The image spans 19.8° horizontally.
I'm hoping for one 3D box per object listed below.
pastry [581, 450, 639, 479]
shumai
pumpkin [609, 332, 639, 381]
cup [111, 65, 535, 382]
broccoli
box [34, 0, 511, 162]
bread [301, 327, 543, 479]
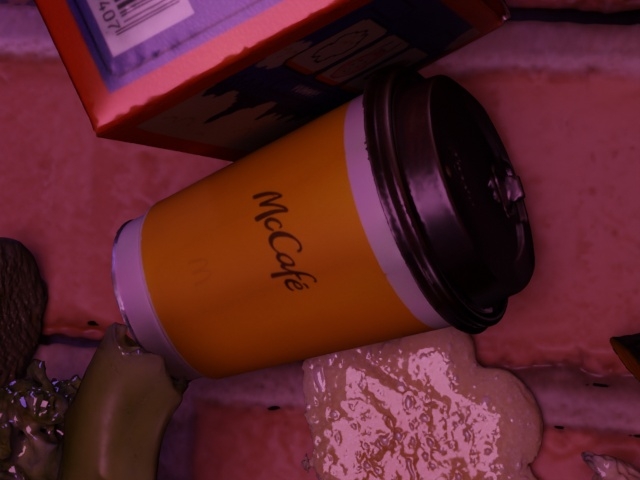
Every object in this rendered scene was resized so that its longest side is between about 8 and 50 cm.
[{"bbox_3d":[0.209,0.286,1.296,0.121,0.089,0.258,16,94,11],"label":"pastry"},{"bbox_3d":[-0.278,0.054,1.430,0.087,0.099,0.124,9,90,31],"label":"shumai"},{"bbox_3d":[0.336,0.115,1.238,0.163,0.111,0.278,-39,67,2],"label":"pumpkin"},{"bbox_3d":[0.000,0.000,1.310,0.279,0.196,0.196,-19,85,21],"label":"cup"},{"bbox_3d":[-0.161,0.195,1.357,0.254,0.186,0.302,21,96,54],"label":"broccoli"},{"bbox_3d":[-0.065,-0.266,1.255,0.257,0.318,0.349,-27,82,13],"label":"box"},{"bbox_3d":[0.079,0.175,1.357,0.182,0.039,0.251,-5,88,15],"label":"bread"}]
